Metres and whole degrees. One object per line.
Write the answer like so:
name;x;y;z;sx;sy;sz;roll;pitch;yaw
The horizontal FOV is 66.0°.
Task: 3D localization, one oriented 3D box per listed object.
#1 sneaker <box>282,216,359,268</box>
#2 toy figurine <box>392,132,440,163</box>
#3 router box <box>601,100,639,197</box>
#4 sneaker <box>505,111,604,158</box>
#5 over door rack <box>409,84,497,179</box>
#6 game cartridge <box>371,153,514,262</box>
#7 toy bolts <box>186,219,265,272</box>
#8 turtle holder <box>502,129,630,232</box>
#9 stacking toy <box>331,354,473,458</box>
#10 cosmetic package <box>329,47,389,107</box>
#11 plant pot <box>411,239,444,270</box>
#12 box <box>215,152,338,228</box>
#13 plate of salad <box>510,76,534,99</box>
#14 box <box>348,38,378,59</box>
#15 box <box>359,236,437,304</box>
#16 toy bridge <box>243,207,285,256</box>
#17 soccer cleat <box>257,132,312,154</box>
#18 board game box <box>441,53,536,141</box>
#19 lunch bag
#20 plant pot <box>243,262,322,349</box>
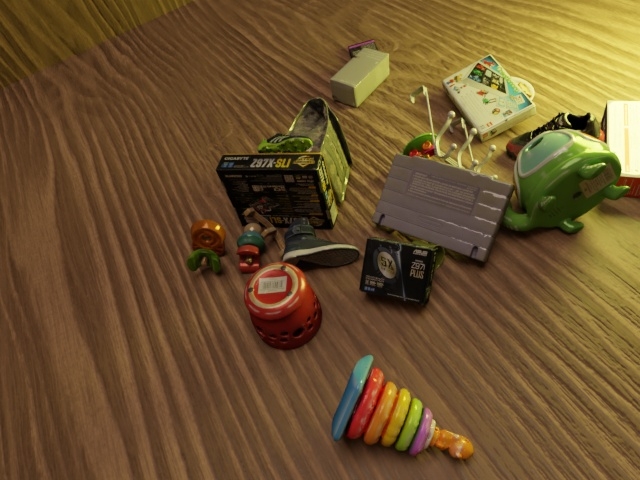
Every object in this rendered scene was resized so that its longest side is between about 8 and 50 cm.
sneaker;-0.001;-0.001;1.473;0.226;0.086;0.164;-4;46;3
toy figurine;0.330;-0.226;1.562;0.173;0.130;0.159;-30;57;19
router box;0.986;-0.266;1.425;0.300;0.082;0.336;9;55;21
sneaker;0.703;-0.323;1.496;0.275;0.135;0.098;-4;53;29
over door rack;0.422;-0.335;1.523;0.108;0.239;0.325;-40;43;31
game cartridge;0.340;-0.103;1.404;0.354;0.068;0.230;23;92;31
toy bolts;-0.280;-0.015;1.499;0.228;0.218;0.159;6;45;-4
turtle holder;0.638;-0.154;1.355;0.243;0.320;0.228;3;45;-25
stacking toy;0.188;0.399;1.079;0.301;0.166;0.175;22;15;9
cosmetic package;0.156;-0.640;1.930;0.127;0.107;0.238;26;59;27
plant pot;0.290;0.036;1.378;0.083;0.083;0.079;-39;41;-16
box;-0.128;-0.148;1.512;0.321;0.257;0.079;2;53;17
plate of salad;0.652;-0.529;1.746;0.199;0.048;0.200;-7;52;9
box;0.187;-0.787;2.086;0.115;0.029;0.162;-14;49;4
box;0.207;0.077;1.312;0.180;0.077;0.148;12;97;22
toy bridge;-0.159;-0.027;1.526;0.026;0.063;0.188;-44;82;23
soccer cleat;-0.104;-0.289;1.449;0.178;0.060;0.072;-5;51;23
board game box;0.571;-0.495;1.696;0.192;0.053;0.306;-27;54;10
lunch bag;0.002;-0.294;1.607;0.168;0.235;0.287;-2;52;21
plant pot;-0.104;0.170;1.309;0.190;0.174;0.191;-7;53;10
